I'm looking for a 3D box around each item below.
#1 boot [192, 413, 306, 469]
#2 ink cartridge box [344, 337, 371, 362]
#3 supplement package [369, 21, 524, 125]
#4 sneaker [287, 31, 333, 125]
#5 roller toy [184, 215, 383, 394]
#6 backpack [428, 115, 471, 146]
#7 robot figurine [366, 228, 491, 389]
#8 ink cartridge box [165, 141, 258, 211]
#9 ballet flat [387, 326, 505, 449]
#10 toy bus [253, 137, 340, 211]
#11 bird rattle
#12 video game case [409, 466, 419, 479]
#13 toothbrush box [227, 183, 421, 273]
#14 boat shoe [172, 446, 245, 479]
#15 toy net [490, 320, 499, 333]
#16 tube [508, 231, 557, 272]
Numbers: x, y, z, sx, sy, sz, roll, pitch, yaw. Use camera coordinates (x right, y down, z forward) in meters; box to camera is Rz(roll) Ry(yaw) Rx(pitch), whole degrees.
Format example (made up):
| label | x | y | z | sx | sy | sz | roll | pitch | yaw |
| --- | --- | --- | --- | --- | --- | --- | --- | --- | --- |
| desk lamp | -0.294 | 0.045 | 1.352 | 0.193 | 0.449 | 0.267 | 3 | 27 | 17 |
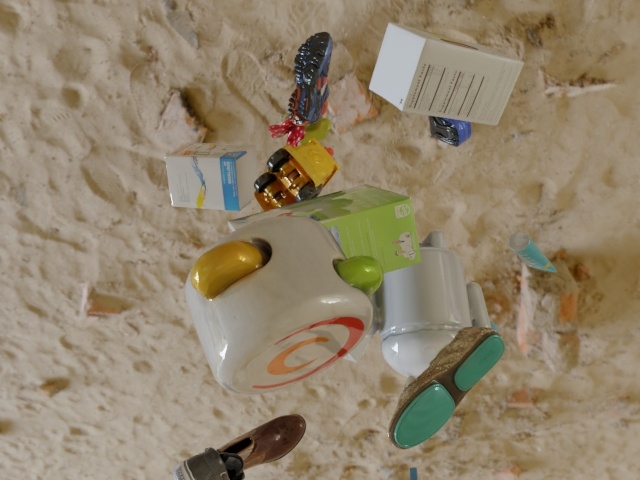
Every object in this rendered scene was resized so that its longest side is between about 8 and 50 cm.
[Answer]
| label | x | y | z | sx | sy | sz | roll | pitch | yaw |
| --- | --- | --- | --- | --- | --- | --- | --- | --- | --- |
| boot | -0.157 | 0.464 | 1.274 | 0.264 | 0.096 | 0.280 | -17 | 156 | -8 |
| ink cartridge box | 0.006 | 0.219 | 1.422 | 0.212 | 0.093 | 0.154 | 11 | 148 | 40 |
| supplement package | 0.244 | -0.323 | 1.078 | 0.244 | 0.139 | 0.134 | 0 | 121 | -29 |
| sneaker | -0.016 | -0.380 | 1.304 | 0.083 | 0.087 | 0.221 | 25 | 106 | 29 |
| roller toy | -0.052 | 0.071 | 0.630 | 0.209 | 0.146 | 0.191 | -9 | 145 | -32 |
| backpack | 0.388 | -0.340 | 1.607 | 0.101 | 0.120 | 0.098 | -35 | 136 | -10 |
| robot figurine | 0.227 | 0.151 | 1.211 | 0.300 | 0.353 | 0.200 | 1 | 156 | -5 |
| ink cartridge box | -0.330 | -0.201 | 1.701 | 0.232 | 0.171 | 0.168 | 4 | 115 | 14 |
| ballet flat | 0.157 | 0.189 | 0.727 | 0.206 | 0.067 | 0.073 | -36 | 110 | -18 |
| toy bus | -0.049 | -0.169 | 1.482 | 0.149 | 0.211 | 0.220 | 48 | 136 | 6 |
| bird rattle | -0.046 | -0.360 | 1.538 | 0.143 | 0.253 | 0.207 | 39 | 108 | 6 |
| video game case | 0.176 | 0.497 | 0.946 | 0.015 | 0.119 | 0.166 | -10 | 90 | 9 |
| toothbrush box | 0.000 | 0.000 | 0.965 | 0.283 | 0.206 | 0.122 | -17 | 106 | -12 |
| boat shoe | -0.148 | 0.345 | 0.811 | 0.076 | 0.080 | 0.228 | -33 | 151 | -12 |
| toy net | 0.385 | 0.226 | 1.505 | 0.122 | 0.045 | 0.232 | 38 | 161 | -17 |
| tube | 0.551 | 0.039 | 1.439 | 0.207 | 0.080 | 0.052 | 32 | 82 | -46 |
